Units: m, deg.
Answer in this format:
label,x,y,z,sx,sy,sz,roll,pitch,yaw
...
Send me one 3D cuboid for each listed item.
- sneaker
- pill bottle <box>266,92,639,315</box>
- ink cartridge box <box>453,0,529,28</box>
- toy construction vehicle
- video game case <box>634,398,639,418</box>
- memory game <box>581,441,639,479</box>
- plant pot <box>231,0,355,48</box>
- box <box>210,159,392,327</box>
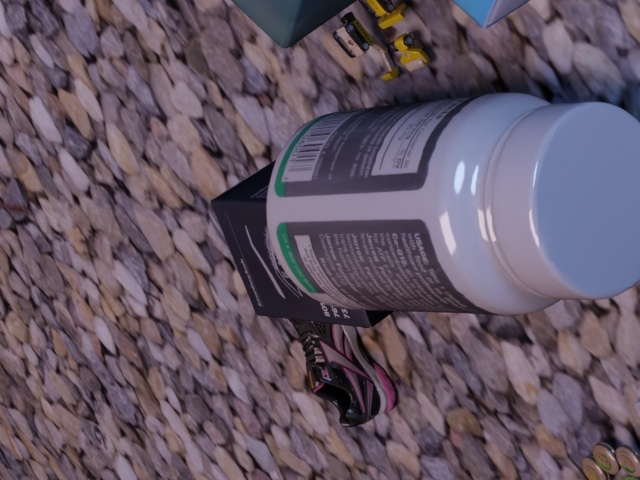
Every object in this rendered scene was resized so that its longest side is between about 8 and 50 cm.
label,x,y,z,sx,sy,sz,roll,pitch,yaw
sneaker,0.010,0.141,2.062,0.178,0.077,0.072,50,145,10
pill bottle,0.130,-0.032,1.645,0.361,0.204,0.204,0,118,52
ink cartridge box,0.123,-0.351,1.384,0.270,0.198,0.197,44,146,16
toy construction vehicle,0.062,-0.206,1.734,0.098,0.035,0.086,47,140,-16
video game case,0.438,0.219,1.636,0.285,0.025,0.204,-17,104,56
memory game,0.335,0.286,1.811,0.186,0.012,0.186,42,152,29
plant pot,-0.018,-0.304,1.648,0.165,0.166,0.234,45,154,16
box,0.000,0.000,1.925,0.207,0.108,0.153,5,123,50
